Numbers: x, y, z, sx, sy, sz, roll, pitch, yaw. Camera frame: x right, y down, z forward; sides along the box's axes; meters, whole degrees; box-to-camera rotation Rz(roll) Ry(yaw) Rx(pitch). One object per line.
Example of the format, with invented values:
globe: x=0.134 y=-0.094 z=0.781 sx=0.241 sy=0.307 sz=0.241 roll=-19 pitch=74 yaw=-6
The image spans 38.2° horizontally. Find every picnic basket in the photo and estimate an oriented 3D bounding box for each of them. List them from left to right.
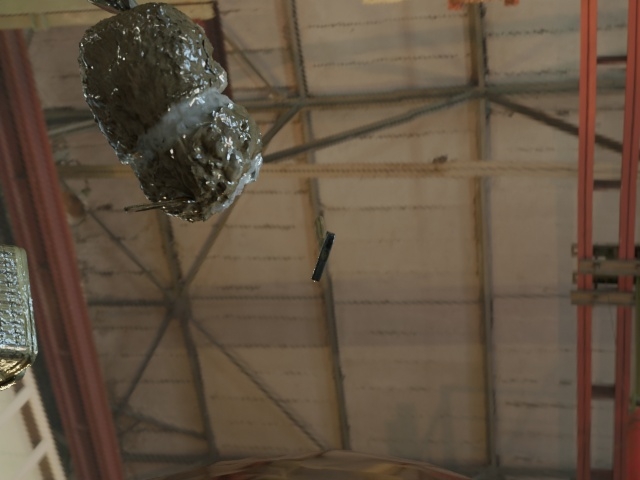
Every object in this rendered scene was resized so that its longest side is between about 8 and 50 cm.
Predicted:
picnic basket: x=-0.625 y=0.149 z=1.572 sx=0.313 sy=0.175 sz=0.228 roll=-32 pitch=-119 yaw=33

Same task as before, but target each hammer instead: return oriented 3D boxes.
hammer: x=0.000 y=0.000 z=1.185 sx=0.013 sy=0.199 sz=0.062 roll=17 pitch=-79 yaw=-6

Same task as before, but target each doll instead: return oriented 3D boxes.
doll: x=-0.121 y=-0.119 z=0.699 sx=0.105 sy=0.115 sz=0.221 roll=-32 pitch=-105 yaw=43

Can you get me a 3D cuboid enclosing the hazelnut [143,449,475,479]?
hazelnut: x=-0.056 y=0.259 z=0.323 sx=0.353 sy=0.421 sz=0.421 roll=31 pitch=-54 yaw=29
